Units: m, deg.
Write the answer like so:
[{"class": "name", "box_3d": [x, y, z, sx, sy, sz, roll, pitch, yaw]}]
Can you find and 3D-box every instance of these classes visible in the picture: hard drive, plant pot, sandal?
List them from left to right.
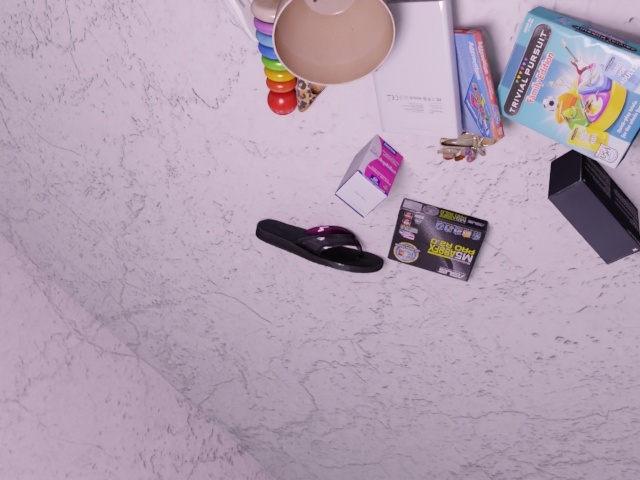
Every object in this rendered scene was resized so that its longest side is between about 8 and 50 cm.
[{"class": "sandal", "box_3d": [-0.002, 0.000, 1.937, 0.445, 0.167, 0.107, 18, 114, 8]}, {"class": "plant pot", "box_3d": [0.026, -0.543, 1.400, 0.284, 0.191, 0.284, -3, 148, -2]}, {"class": "hard drive", "box_3d": [0.239, -0.439, 1.514, 0.233, 0.047, 0.353, 14, 134, 35]}]

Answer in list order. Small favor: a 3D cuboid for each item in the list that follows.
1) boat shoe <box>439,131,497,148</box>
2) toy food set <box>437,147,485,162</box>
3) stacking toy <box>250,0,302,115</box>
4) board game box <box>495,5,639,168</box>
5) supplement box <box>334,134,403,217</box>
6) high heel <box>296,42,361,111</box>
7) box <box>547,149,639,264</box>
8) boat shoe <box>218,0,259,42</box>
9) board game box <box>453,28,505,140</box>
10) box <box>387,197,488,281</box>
[{"class": "boat shoe", "box_3d": [0.406, -0.275, 1.612, 0.153, 0.048, 0.056, 7, 129, 17]}, {"class": "toy food set", "box_3d": [0.395, -0.236, 1.647, 0.122, 0.019, 0.078, -1, 165, 28]}, {"class": "stacking toy", "box_3d": [-0.111, -0.490, 1.604, 0.141, 0.141, 0.330, 13, 134, 13]}, {"class": "board game box", "box_3d": [0.599, -0.357, 1.371, 0.336, 0.079, 0.254, 33, 135, 23]}, {"class": "supplement box", "box_3d": [0.142, -0.187, 1.678, 0.111, 0.220, 0.114, 38, 130, -10]}, {"class": "high heel", "box_3d": [0.038, -0.423, 1.586, 0.186, 0.093, 0.261, 40, 127, 17]}, {"class": "box", "box_3d": [0.718, -0.095, 1.538, 0.261, 0.184, 0.103, 44, 130, -14]}, {"class": "boat shoe", "box_3d": [-0.224, -0.615, 1.593, 0.063, 0.066, 0.184, -14, 124, 47]}, {"class": "board game box", "box_3d": [0.381, -0.394, 1.482, 0.027, 0.145, 0.281, -31, 121, -12]}, {"class": "box", "box_3d": [0.363, 0.000, 1.844, 0.270, 0.060, 0.216, 17, 131, 9]}]
